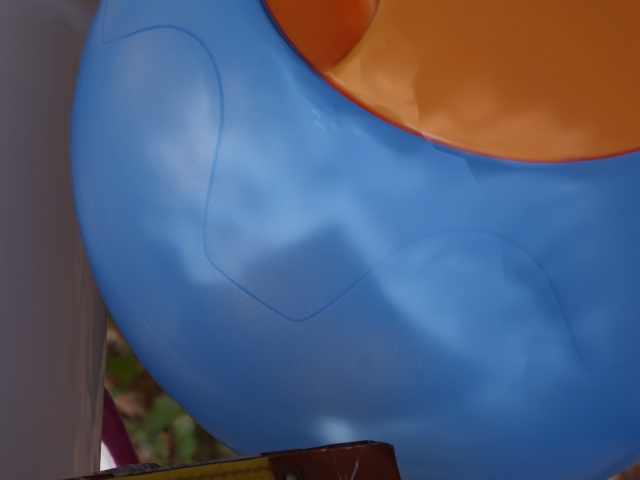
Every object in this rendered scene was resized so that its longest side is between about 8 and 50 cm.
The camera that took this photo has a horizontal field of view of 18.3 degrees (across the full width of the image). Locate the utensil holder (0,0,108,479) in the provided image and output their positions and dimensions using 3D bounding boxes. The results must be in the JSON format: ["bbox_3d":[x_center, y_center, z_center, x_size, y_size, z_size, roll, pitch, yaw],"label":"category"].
[{"bbox_3d":[-0.270,0.055,1.062,0.328,0.385,0.327,-1,148,-1],"label":"utensil holder"}]

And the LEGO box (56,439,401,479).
[{"bbox_3d":[-0.107,0.351,0.623,0.372,0.193,0.500,-25,74,38],"label":"LEGO box"}]

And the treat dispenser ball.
[{"bbox_3d":[0.047,-0.036,0.779,0.288,0.288,0.288,15,130,19],"label":"treat dispenser ball"}]

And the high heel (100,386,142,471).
[{"bbox_3d":[-0.169,0.170,1.351,0.082,0.117,0.244,-22,127,25],"label":"high heel"}]
